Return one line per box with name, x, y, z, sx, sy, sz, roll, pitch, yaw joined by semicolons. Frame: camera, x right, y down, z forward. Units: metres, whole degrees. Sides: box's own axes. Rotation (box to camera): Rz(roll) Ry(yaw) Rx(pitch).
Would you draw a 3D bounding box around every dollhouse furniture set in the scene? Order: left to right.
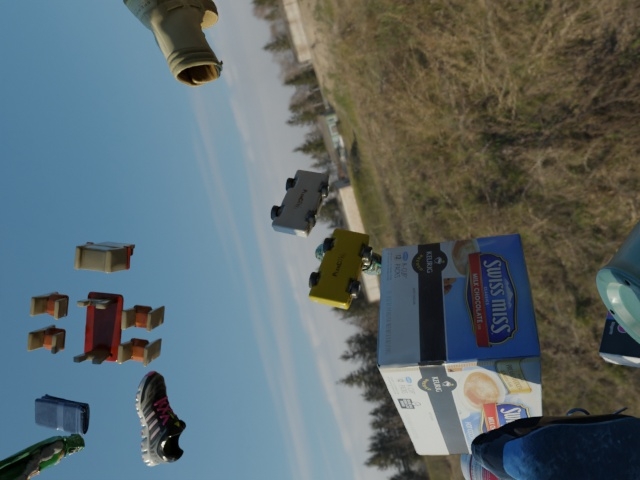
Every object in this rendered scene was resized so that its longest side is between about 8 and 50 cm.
dollhouse furniture set;-0.472;0.137;1.249;0.135;0.261;0.259;-31;-53;-84

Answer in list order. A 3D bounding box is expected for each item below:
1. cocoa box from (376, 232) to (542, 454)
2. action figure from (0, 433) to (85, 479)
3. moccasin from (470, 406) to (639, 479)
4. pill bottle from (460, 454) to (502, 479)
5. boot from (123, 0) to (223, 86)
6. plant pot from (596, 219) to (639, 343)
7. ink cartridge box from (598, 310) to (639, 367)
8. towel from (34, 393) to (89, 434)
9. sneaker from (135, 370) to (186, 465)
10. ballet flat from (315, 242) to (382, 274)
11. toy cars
cocoa box;0.246;0.190;0.966;0.347;0.227;0.231;66;-156;-45
action figure;-0.477;0.363;0.880;0.232;0.137;0.063;-23;-108;-44
moccasin;0.355;0.284;0.783;0.117;0.342;0.138;-16;57;59
pill bottle;0.519;0.598;1.459;0.408;0.229;0.229;125;131;-74
boot;-0.264;-0.422;1.193;0.203;0.095;0.262;57;-155;2
plant pot;0.609;0.051;0.917;0.272;0.255;0.271;55;178;3
ink cartridge box;0.791;0.192;1.178;0.069;0.370;0.176;42;-117;-39
towel;-0.528;0.357;1.167;0.029;0.119;0.067;-11;-74;-74
sneaker;-0.272;0.311;0.991;0.063;0.074;0.171;-11;-82;-67
ballet flat;0.060;0.035;1.344;0.070;0.188;0.070;-27;-58;-56
toy cars;0.000;0.000;1.239;0.087;0.176;0.394;86;160;-49
